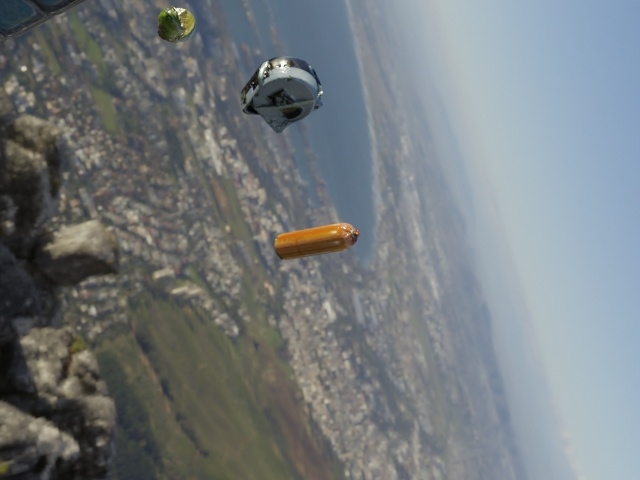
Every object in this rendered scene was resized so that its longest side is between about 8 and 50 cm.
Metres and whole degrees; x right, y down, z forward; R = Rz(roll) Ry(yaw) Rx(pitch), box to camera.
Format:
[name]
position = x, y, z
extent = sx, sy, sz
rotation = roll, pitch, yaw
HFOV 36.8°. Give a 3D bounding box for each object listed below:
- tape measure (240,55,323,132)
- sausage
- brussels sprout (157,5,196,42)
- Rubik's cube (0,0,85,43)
[tape measure]
position = -0.048, -0.184, 1.193
extent = 0.091, 0.094, 0.054
rotation = 29, 43, -32
[sausage]
position = 0.000, 0.000, 1.008
extent = 0.031, 0.107, 0.031
rotation = 13, 72, -47
[brussels sprout]
position = -0.201, -0.293, 1.310
extent = 0.046, 0.051, 0.083
rotation = 32, 13, 6
[Rubik's cube]
position = -0.221, -0.281, 0.588
extent = 0.237, 0.237, 0.238
rotation = 41, 52, -36
